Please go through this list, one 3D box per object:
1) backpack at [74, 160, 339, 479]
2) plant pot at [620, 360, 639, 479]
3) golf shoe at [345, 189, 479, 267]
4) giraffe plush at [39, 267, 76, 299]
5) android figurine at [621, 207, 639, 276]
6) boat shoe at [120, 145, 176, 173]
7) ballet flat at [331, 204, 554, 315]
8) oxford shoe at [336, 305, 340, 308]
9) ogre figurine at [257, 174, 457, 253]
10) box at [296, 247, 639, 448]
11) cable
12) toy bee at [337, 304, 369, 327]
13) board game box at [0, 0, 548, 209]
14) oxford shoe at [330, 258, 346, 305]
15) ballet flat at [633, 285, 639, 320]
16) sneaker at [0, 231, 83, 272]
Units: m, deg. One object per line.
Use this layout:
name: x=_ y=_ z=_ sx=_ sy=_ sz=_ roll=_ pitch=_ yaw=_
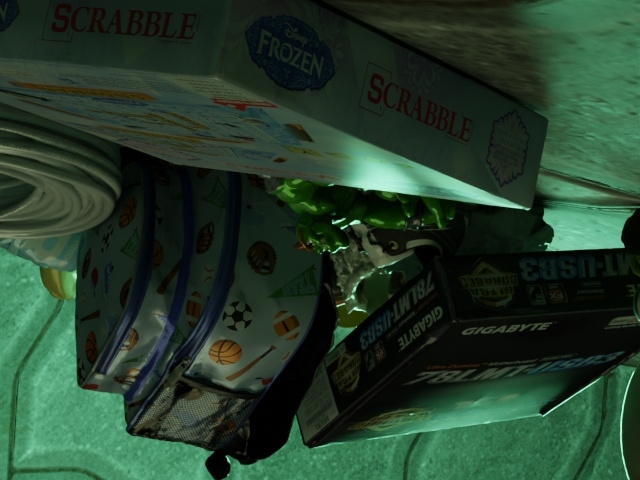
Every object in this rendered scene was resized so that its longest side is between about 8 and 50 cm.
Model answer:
backpack: x=-0.103 y=0.030 z=1.653 sx=0.213 sy=0.276 sz=0.263 roll=15 pitch=137 yaw=-31
plant pot: x=0.545 y=0.208 z=2.043 sx=0.323 sy=0.323 sz=0.280 roll=14 pitch=159 yaw=-17
golf shoe: x=0.046 y=-0.027 z=1.544 sx=0.198 sy=0.094 sz=0.077 roll=17 pitch=176 yaw=-27
giraffe plush: x=-0.326 y=-0.045 z=2.147 sx=0.170 sy=0.181 sz=0.210 roll=35 pitch=-161 yaw=31
android figurine: x=0.386 y=0.029 z=1.526 sx=0.273 sy=0.056 sz=0.248 roll=18 pitch=173 yaw=-39
boat shoe: x=-0.151 y=-0.060 z=1.829 sx=0.207 sy=0.073 sz=0.073 roll=11 pitch=178 yaw=24
ballet flat: x=0.114 y=0.029 z=1.802 sx=0.147 sy=0.147 sz=0.409 roll=14 pitch=175 yaw=-17
oxford shoe: x=0.059 y=0.053 z=2.348 sx=0.449 sy=0.130 sz=0.169 roll=17 pitch=176 yaw=-33
ogre figurine: x=0.030 y=-0.043 z=1.430 sx=0.118 sy=0.097 sz=0.197 roll=-7 pitch=-176 yaw=19
box: x=0.163 y=0.099 z=1.700 sx=0.295 sy=0.073 sz=0.293 roll=-3 pitch=157 yaw=-32
cable: x=-0.300 y=-0.075 z=1.580 sx=0.257 sy=0.089 sz=0.257 roll=3 pitch=161 yaw=-5
toy bee: x=0.099 y=0.075 z=2.183 sx=0.195 sy=0.298 sz=0.162 roll=-11 pitch=-132 yaw=-30
board game box: x=-0.074 y=-0.098 z=1.130 sx=0.319 sy=0.066 sz=0.318 roll=9 pitch=174 yaw=38
oxford shoe: x=-0.077 y=-0.008 z=1.993 sx=0.271 sy=0.097 sz=0.098 roll=22 pitch=151 yaw=5
ballet flat: x=0.327 y=0.075 z=1.577 sx=0.052 sy=0.057 sz=0.168 roll=0 pitch=166 yaw=36
sneaker: x=-0.300 y=-0.041 z=1.856 sx=0.150 sy=0.135 sz=0.366 roll=46 pitch=-157 yaw=26
